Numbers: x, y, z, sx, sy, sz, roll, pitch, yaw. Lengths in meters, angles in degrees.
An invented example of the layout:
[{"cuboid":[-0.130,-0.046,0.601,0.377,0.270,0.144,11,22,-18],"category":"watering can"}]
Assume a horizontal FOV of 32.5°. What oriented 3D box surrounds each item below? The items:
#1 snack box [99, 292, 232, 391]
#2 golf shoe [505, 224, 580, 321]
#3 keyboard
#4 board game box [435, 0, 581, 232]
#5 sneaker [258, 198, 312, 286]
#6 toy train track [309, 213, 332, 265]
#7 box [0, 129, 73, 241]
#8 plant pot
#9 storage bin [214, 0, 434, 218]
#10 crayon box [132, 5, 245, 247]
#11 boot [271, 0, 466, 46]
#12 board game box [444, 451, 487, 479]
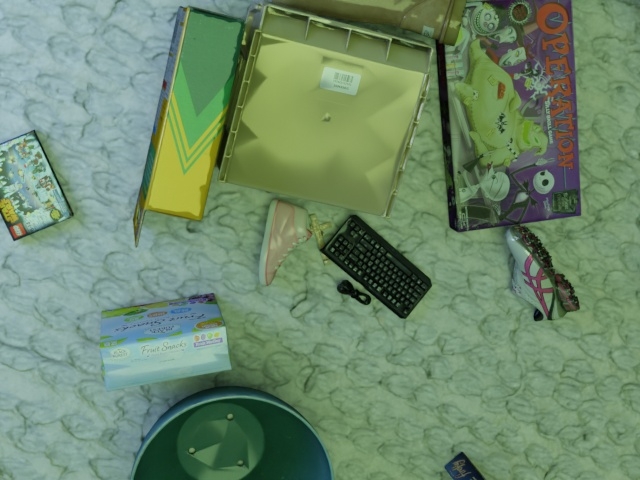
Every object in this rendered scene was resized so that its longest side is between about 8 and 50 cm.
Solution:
[{"cuboid":[-0.224,0.140,1.571,0.175,0.207,0.070,-9,103,-9],"category":"snack box"},{"cuboid":[0.331,0.058,1.722,0.086,0.067,0.186,-28,115,20],"category":"golf shoe"},{"cuboid":[0.080,0.053,1.700,0.180,0.023,0.108,40,92,-19],"category":"keyboard"},{"cuboid":[0.289,-0.196,1.684,0.208,0.056,0.346,-9,103,-13],"category":"board game box"},{"cuboid":[-0.051,0.009,1.652,0.070,0.051,0.134,11,96,3],"category":"sneaker"},{"cuboid":[0.000,0.000,1.685,0.048,0.014,0.083,-18,105,-6],"category":"toy train track"},{"cuboid":[-0.426,-0.079,1.581,0.094,0.027,0.137,-24,105,-4],"category":"box"},{"cuboid":[-0.138,0.336,1.633,0.290,0.195,0.290,-2,102,-10],"category":"plant pot"},{"cuboid":[0.001,-0.188,1.573,0.262,0.123,0.260,12,106,-12],"category":"storage bin"},{"cuboid":[-0.186,-0.156,1.521,0.083,0.203,0.322,12,99,-13],"category":"crayon box"},{"cuboid":[0.088,-0.410,1.575,0.270,0.089,0.236,15,69,1],"category":"boot"},{"cuboid":[0.306,0.464,1.759,0.042,0.165,0.243,-40,105,-1],"category":"board game box"}]
